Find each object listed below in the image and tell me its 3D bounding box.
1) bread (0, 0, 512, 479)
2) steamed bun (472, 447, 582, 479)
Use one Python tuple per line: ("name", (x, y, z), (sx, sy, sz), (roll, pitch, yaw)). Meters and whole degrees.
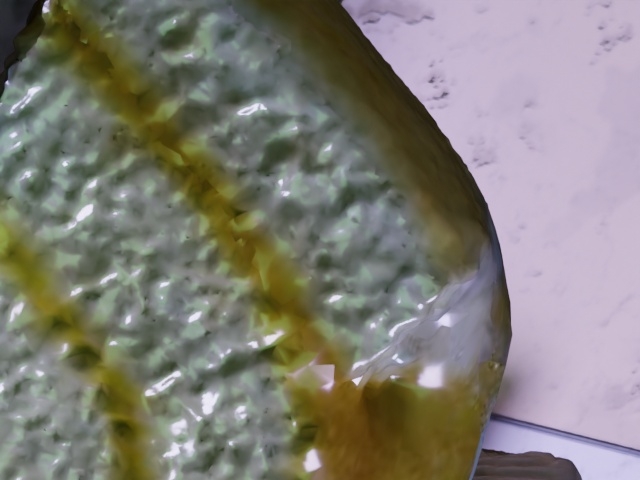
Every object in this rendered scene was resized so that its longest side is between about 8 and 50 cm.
("bread", (-0.048, 0.042, 0.869), (0.264, 0.239, 0.395), (28, 109, -2))
("steamed bun", (0.035, 0.210, 1.072), (0.211, 0.218, 0.144), (1, 125, 12))
